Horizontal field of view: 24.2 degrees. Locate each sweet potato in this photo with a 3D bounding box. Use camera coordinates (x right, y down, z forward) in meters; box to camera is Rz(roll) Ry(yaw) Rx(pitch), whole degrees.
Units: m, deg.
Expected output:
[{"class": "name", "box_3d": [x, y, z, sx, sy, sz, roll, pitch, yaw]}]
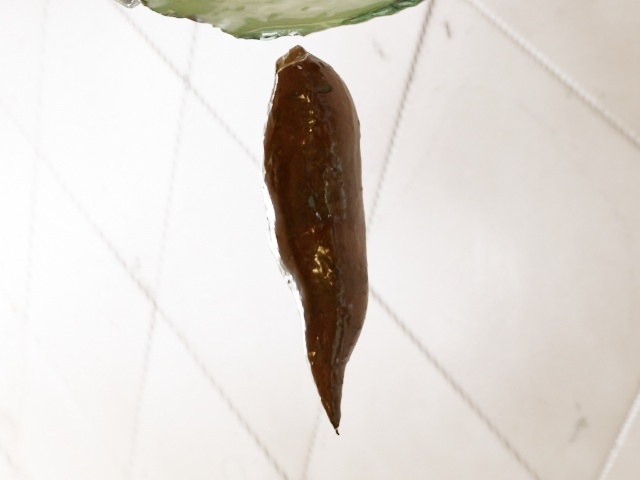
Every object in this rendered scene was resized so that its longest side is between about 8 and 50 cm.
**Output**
[{"class": "sweet potato", "box_3d": [0.000, 0.000, 0.738, 0.056, 0.056, 0.194, -10, 88, 59]}]

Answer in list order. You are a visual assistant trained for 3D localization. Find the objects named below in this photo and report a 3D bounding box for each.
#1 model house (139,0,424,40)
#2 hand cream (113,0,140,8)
[{"class": "model house", "box_3d": [-0.023, -0.274, 1.142, 0.195, 0.214, 0.189, -15, 74, 46]}, {"class": "hand cream", "box_3d": [-0.194, -0.229, 1.151, 0.061, 0.143, 0.039, -67, 13, -23]}]
